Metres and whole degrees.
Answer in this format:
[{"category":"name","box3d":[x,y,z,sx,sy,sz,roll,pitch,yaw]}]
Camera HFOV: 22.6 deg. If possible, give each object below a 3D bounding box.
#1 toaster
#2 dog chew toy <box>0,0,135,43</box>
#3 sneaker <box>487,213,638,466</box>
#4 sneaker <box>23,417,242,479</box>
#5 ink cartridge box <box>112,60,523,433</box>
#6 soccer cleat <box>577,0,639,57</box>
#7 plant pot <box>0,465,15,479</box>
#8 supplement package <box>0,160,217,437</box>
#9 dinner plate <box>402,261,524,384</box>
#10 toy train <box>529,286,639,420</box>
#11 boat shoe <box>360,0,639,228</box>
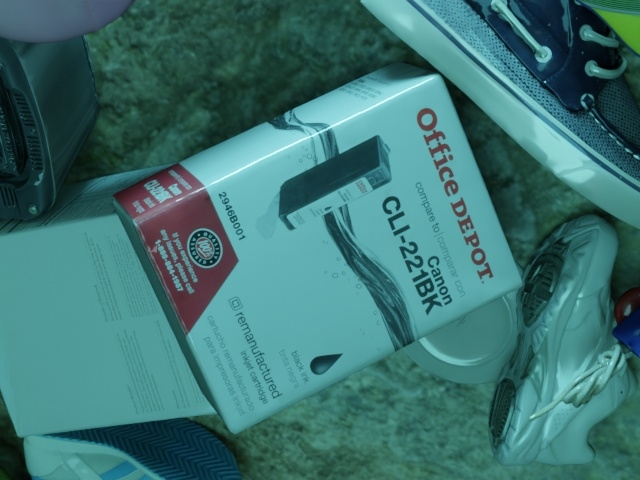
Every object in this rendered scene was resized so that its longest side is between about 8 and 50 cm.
[{"category":"toaster","box3d":[-0.276,-0.139,1.373,0.129,0.146,0.227,3,128,17]},{"category":"dog chew toy","box3d":[-0.146,-0.289,1.230,0.332,0.206,0.206,-28,104,-11]},{"category":"sneaker","box3d":[0.223,0.089,1.374,0.115,0.090,0.232,10,109,-15]},{"category":"sneaker","box3d":[-0.180,0.223,1.554,0.229,0.087,0.092,13,122,20]},{"category":"ink cartridge box","box3d":[0.000,0.000,1.297,0.273,0.114,0.197,-27,108,-10]},{"category":"soccer cleat","box3d":[0.296,-0.151,1.148,0.289,0.093,0.121,34,146,3]},{"category":"plant pot","box3d":[-0.388,0.307,1.569,0.293,0.275,0.275,34,119,-16]},{"category":"supplement package","box3d":[-0.183,0.050,1.438,0.203,0.149,0.194,-9,108,21]},{"category":"dinner plate","box3d":[0.126,0.067,1.423,0.141,0.017,0.141,7,112,16]},{"category":"toy train","box3d":[0.301,0.108,1.301,0.248,0.105,0.143,-41,110,1]},{"category":"boat shoe","box3d":[0.194,-0.158,1.245,0.340,0.127,0.158,39,111,-2]}]
